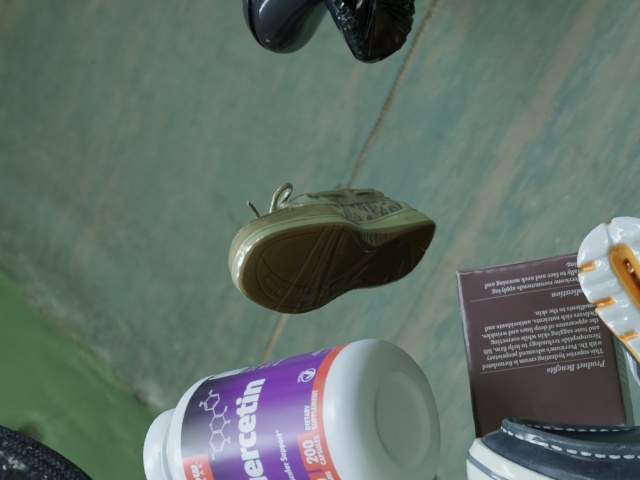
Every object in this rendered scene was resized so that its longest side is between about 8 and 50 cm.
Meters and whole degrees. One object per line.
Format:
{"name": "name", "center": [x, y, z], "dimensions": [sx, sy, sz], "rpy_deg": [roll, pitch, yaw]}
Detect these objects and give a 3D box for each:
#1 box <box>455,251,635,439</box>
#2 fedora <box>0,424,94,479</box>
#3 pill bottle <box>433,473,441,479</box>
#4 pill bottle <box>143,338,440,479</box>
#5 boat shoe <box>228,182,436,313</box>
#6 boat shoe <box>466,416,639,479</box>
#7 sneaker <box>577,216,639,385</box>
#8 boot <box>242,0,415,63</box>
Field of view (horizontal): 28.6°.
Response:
{"name": "box", "center": [0.263, 0.130, 1.456], "dimensions": [0.168, 0.167, 0.203], "rpy_deg": [-9, 77, 16]}
{"name": "fedora", "center": [-0.297, 0.302, 1.016], "dimensions": [0.334, 0.152, 0.334], "rpy_deg": [-1, 73, 3]}
{"name": "pill bottle", "center": [0.051, 0.309, 1.589], "dimensions": [0.131, 0.229, 0.131], "rpy_deg": [-22, 50, 29]}
{"name": "pill bottle", "center": [-0.040, 0.223, 1.390], "dimensions": [0.323, 0.181, 0.182], "rpy_deg": [-17, 95, 35]}
{"name": "boat shoe", "center": [0.000, 0.000, 1.199], "dimensions": [0.089, 0.285, 0.105], "rpy_deg": [41, 114, 27]}
{"name": "boat shoe", "center": [0.359, 0.148, 0.922], "dimensions": [0.500, 0.187, 0.156], "rpy_deg": [0, 89, 7]}
{"name": "sneaker", "center": [0.239, 0.084, 0.794], "dimensions": [0.084, 0.083, 0.215], "rpy_deg": [-27, 72, 15]}
{"name": "boot", "center": [0.007, -0.241, 1.273], "dimensions": [0.207, 0.094, 0.246], "rpy_deg": [61, 148, 37]}
